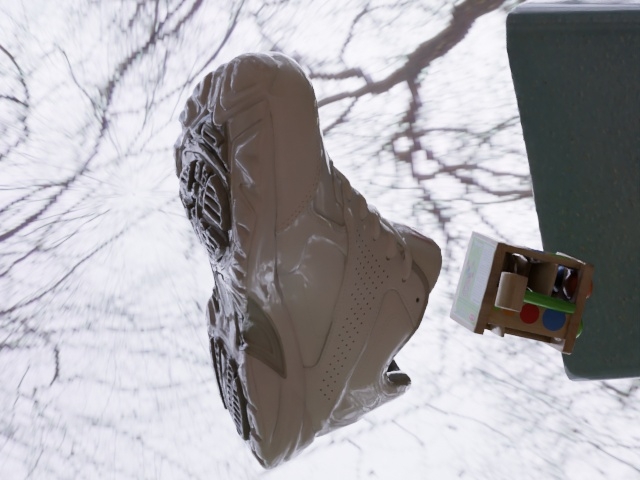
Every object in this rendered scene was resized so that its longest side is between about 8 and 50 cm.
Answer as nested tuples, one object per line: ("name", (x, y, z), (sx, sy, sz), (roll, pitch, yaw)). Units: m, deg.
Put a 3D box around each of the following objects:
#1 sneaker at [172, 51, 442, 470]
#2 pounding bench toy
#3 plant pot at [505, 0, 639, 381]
("sneaker", (0.000, 0.000, 0.807), (0.115, 0.090, 0.232), (-19, -43, -15))
("pounding bench toy", (0.118, 0.031, 0.949), (0.065, 0.083, 0.052), (14, -86, -12))
("plant pot", (0.302, -0.059, 1.084), (0.247, 0.252, 0.247), (-25, -71, -45))
